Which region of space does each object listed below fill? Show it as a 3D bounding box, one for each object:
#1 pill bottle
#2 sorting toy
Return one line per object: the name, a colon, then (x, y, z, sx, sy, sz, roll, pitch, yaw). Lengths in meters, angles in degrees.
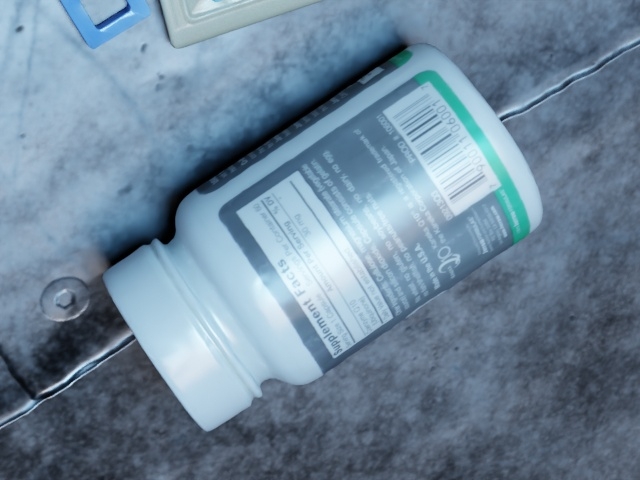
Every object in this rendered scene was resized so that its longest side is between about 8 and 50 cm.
pill bottle: (0.000, 0.000, 1.452, 0.361, 0.204, 0.204, -34, 128, -3)
sorting toy: (-0.056, -0.266, 1.361, 0.347, 0.047, 0.196, -21, 126, -13)
